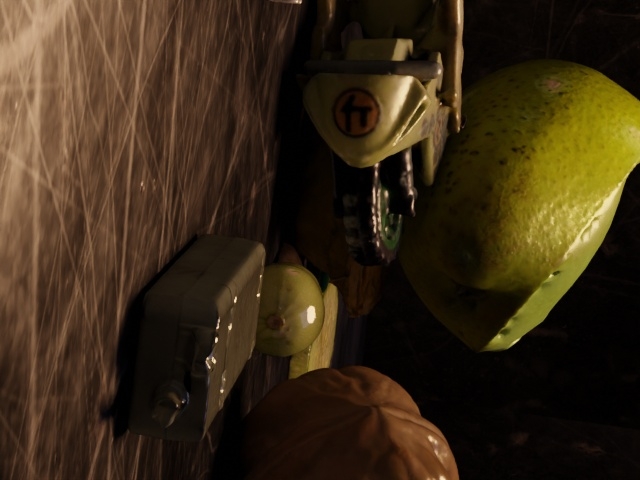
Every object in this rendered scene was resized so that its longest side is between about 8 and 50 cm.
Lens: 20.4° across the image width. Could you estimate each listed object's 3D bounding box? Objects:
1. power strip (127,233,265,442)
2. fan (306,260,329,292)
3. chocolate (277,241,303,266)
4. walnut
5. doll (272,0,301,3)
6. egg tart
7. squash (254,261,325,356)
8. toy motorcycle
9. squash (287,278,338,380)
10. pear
[{"bbox_3d":[-0.080,0.064,1.159,0.288,0.053,0.093,-58,157,-79],"label":"power strip"},{"bbox_3d":[0.000,0.000,2.243,0.082,0.039,0.155,-76,174,-59],"label":"fan"},{"bbox_3d":[-0.035,0.047,1.907,0.100,0.031,0.064,-75,177,-69],"label":"chocolate"},{"bbox_3d":[0.020,0.255,1.688,0.273,0.227,0.273,9,90,-90],"label":"walnut"},{"bbox_3d":[-0.020,-0.244,1.509,0.058,0.040,0.085,-50,146,-58],"label":"doll"},{"bbox_3d":[0.033,-0.057,2.076,0.295,0.116,0.294,6,90,-84],"label":"egg tart"},{"bbox_3d":[-0.035,0.062,1.653,0.250,0.083,0.083,-13,111,-89],"label":"squash"},{"bbox_3d":[0.065,-0.185,1.857,0.237,0.169,0.410,78,17,-56],"label":"toy motorcycle"},{"bbox_3d":[-0.011,0.148,2.359,0.219,0.041,0.219,7,90,-86],"label":"squash"},{"bbox_3d":[0.194,-0.034,1.997,0.342,0.238,0.318,-53,178,28],"label":"pear"}]
